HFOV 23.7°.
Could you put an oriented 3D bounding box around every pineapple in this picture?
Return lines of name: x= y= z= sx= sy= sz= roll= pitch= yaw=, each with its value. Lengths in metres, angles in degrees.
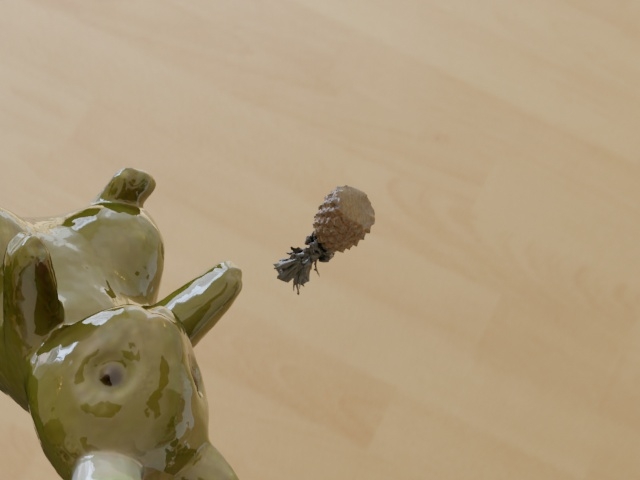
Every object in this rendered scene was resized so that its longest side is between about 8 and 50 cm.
pineapple: x=0.000 y=0.000 z=1.447 sx=0.058 sy=0.124 sz=0.058 roll=23 pitch=45 yaw=-26

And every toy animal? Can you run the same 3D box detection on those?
toy animal: x=-0.141 y=0.084 z=1.047 sx=0.181 sy=0.180 sz=0.363 roll=3 pitch=26 yaw=-36
